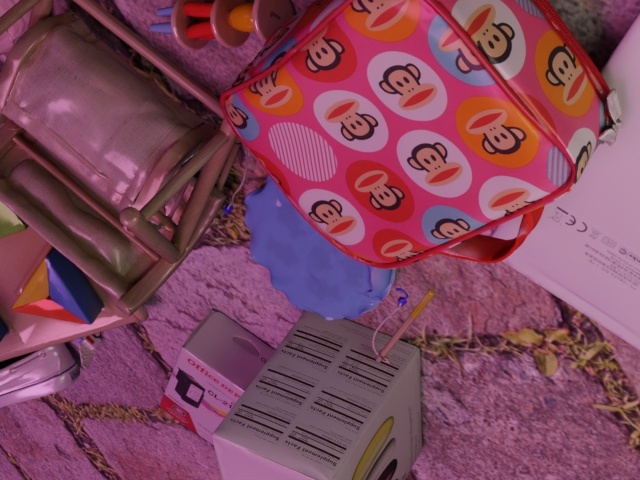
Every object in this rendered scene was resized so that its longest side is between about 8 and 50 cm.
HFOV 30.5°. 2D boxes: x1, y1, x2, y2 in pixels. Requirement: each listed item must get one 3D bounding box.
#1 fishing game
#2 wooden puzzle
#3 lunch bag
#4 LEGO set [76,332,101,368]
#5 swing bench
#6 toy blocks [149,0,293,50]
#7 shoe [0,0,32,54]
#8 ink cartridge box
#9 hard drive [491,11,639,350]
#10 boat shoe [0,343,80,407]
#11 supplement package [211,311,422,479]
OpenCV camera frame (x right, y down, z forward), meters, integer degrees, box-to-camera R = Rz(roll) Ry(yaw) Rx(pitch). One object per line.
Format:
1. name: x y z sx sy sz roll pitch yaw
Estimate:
1. fishing game: 0.000 0.000 1.224 0.264 0.041 0.189 37 136 11
2. wooden puzzle: -0.434 0.023 1.494 0.348 0.080 0.322 -15 118 27
3. lunch bag: 0.081 -0.089 0.937 0.258 0.120 0.293 48 144 -14
4. LEGO set: -0.395 0.073 1.619 0.244 0.060 0.182 19 144 23
5. swing bench: -0.231 -0.095 1.187 0.253 0.165 0.254 39 156 7
6. toy blocks: -0.109 -0.228 1.056 0.148 0.054 0.123 5 133 37
7. shoe: -0.376 -0.225 1.278 0.219 0.058 0.076 -8 124 44
8. ink cartridge box: -0.123 0.185 1.495 0.127 0.072 0.175 34 144 6
9. hard drive: 0.284 -0.034 0.945 0.210 0.040 0.318 34 144 7
10. boat shoe: -0.487 0.200 1.750 0.258 0.095 0.084 -18 108 7
11. supplement package: 0.006 0.227 1.321 0.149 0.203 0.194 19 140 24
